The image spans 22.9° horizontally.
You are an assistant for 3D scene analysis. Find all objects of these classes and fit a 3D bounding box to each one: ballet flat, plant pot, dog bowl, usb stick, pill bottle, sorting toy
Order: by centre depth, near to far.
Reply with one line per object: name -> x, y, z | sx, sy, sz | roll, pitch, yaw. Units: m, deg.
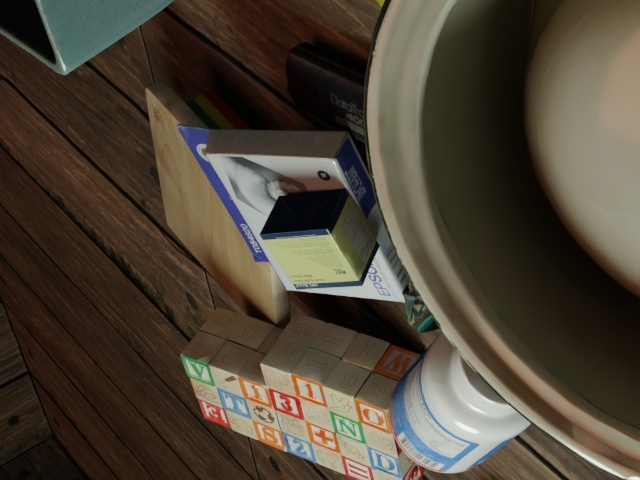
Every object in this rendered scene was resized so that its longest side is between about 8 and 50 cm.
dog bowl -> 0.232, -0.049, 0.911 | 0.408, 0.150, 0.408 | 21, 130, 27
usb stick -> 0.051, -0.127, 1.534 | 0.278, 0.045, 0.077 | 33, 140, 51
pill bottle -> 0.151, 0.147, 1.555 | 0.124, 0.124, 0.221 | 56, 158, 11
ballet flat -> 0.125, 0.044, 1.570 | 0.070, 0.070, 0.188 | 59, 156, 4
plant pot -> -0.240, -0.358, 1.605 | 0.247, 0.252, 0.248 | 35, 148, 50
sorting toy -> -0.096, -0.045, 1.917 | 0.255, 0.089, 0.257 | 46, 155, 32

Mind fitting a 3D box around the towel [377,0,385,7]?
towel -> 0.092, -0.209, 1.370 | 0.237, 0.021, 0.102 | 54, 153, 18

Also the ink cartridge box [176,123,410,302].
ink cartridge box -> -0.030, -0.027, 1.663 | 0.224, 0.045, 0.223 | 5, 140, 35

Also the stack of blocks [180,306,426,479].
stack of blocks -> -0.015, 0.176, 1.864 | 0.297, 0.087, 0.171 | 17, 142, 29

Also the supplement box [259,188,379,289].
supplement box -> 0.000, 0.000, 1.578 | 0.083, 0.056, 0.083 | -4, 134, 34
